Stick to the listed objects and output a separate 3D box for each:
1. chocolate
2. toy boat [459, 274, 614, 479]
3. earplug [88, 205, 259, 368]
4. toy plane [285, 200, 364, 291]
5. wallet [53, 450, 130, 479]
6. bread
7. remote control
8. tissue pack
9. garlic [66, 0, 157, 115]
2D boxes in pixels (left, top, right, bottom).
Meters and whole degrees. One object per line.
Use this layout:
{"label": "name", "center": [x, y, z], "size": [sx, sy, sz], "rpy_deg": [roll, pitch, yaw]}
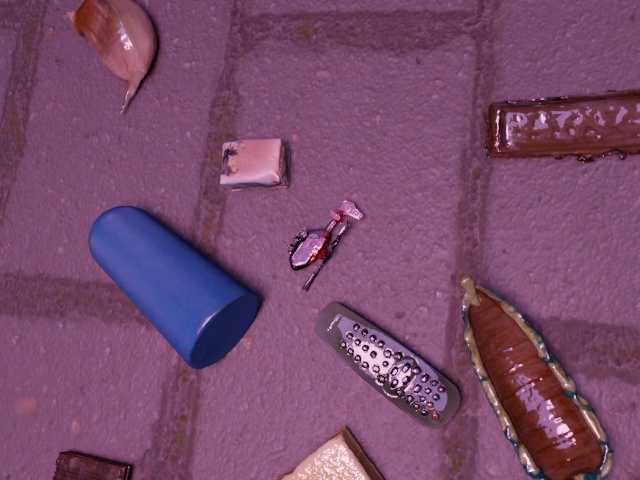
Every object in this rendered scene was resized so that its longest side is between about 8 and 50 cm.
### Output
{"label": "chocolate", "center": [0.386, -0.159, 0.803], "size": [0.329, 0.065, 0.102], "rpy_deg": [-2, 79, 12]}
{"label": "toy boat", "center": [0.252, 0.172, 0.759], "size": [0.108, 0.099, 0.293], "rpy_deg": [-30, 82, 7]}
{"label": "earplug", "center": [-0.230, 0.048, 0.886], "size": [0.273, 0.132, 0.132], "rpy_deg": [38, 90, 21]}
{"label": "toy plane", "center": [0.000, 0.000, 0.881], "size": [0.060, 0.037, 0.145], "rpy_deg": [39, 92, 13]}
{"label": "wallet", "center": [-0.346, 0.433, 0.882], "size": [0.124, 0.042, 0.230], "rpy_deg": [4, 80, 18]}
{"label": "bread", "center": [0.038, 0.355, 0.789], "size": [0.125, 0.068, 0.188], "rpy_deg": [-40, 73, 4]}
{"label": "remote control", "center": [0.087, 0.165, 0.826], "size": [0.222, 0.042, 0.072], "rpy_deg": [37, 90, 16]}
{"label": "tissue pack", "center": [-0.096, -0.113, 0.913], "size": [0.094, 0.059, 0.074], "rpy_deg": [-2, 77, 13]}
{"label": "garlic", "center": [-0.331, -0.323, 1.007], "size": [0.128, 0.090, 0.198], "rpy_deg": [-36, 80, 21]}
